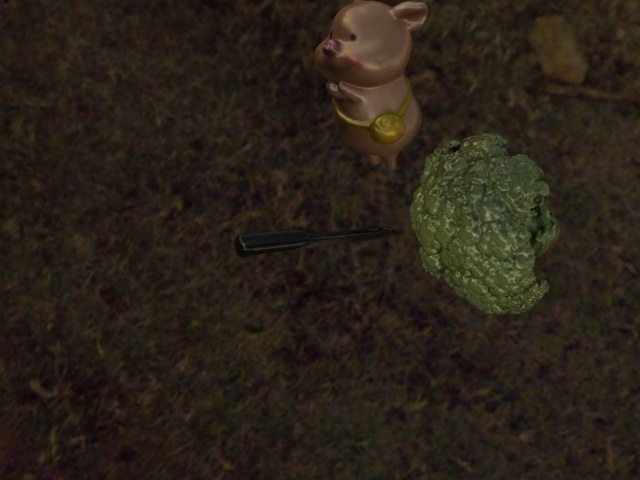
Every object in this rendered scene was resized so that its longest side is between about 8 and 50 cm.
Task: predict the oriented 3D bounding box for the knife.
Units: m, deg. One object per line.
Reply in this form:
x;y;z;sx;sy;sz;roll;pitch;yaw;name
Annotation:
0.000;0.000;1.212;0.230;0.060;0.028;-6;75;-19;knife

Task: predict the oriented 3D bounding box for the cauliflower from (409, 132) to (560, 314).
0.283;-0.033;1.551;0.250;0.275;0.272;3;16;-40;cauliflower

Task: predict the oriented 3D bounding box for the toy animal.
0.077;-0.224;1.389;0.165;0.248;0.149;17;30;42;toy animal
